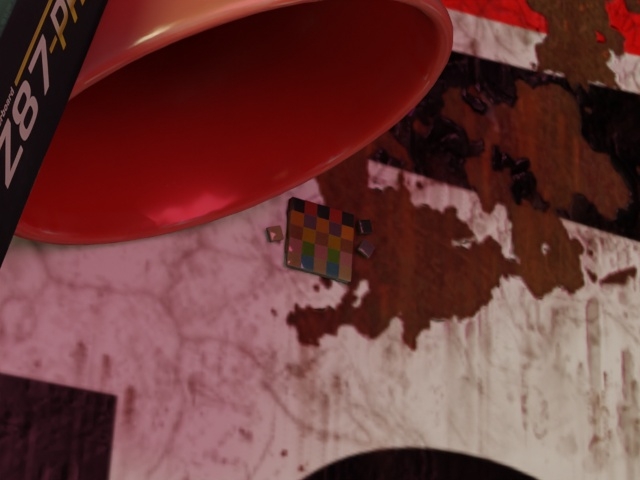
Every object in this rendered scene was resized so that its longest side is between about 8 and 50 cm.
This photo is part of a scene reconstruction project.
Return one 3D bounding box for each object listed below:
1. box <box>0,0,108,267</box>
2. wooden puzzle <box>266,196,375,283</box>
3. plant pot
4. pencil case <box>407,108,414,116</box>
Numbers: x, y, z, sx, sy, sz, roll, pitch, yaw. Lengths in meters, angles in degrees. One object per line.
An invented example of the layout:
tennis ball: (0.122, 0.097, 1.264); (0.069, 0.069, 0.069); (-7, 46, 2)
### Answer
box: (-0.298, -0.116, 0.621); (0.395, 0.097, 0.318); (11, 60, 11)
wooden puzzle: (0.000, 0.000, 0.950); (0.083, 0.006, 0.049); (16, 64, -27)
plant pot: (-0.095, -0.163, 0.811); (0.275, 0.275, 0.243); (-10, 68, -35)
pencil case: (0.012, -0.151, 0.978); (0.070, 0.064, 0.152); (-12, 78, -10)
